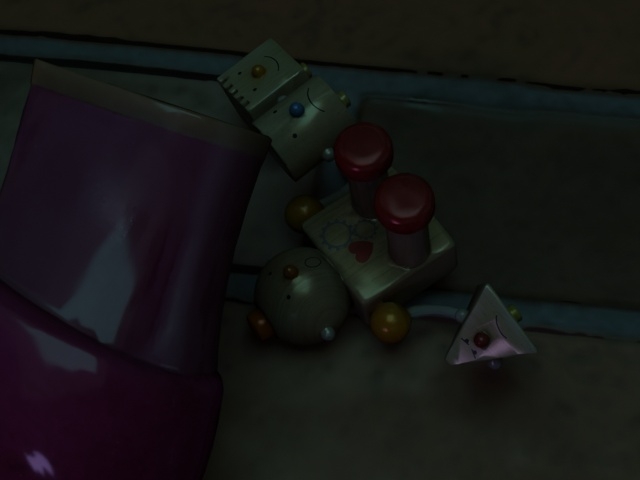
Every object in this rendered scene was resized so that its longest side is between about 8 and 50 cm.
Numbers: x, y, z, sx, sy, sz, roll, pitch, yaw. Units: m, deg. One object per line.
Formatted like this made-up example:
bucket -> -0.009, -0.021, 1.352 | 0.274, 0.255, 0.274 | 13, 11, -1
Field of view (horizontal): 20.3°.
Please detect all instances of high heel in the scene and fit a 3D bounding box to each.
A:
high heel -> -0.201, 0.000, 0.646 | 0.377, 0.127, 0.181 | 18, 92, 30

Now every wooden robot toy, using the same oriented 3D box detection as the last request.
wooden robot toy -> 0.000, 0.000, 0.647 | 0.079, 0.076, 0.173 | -36, 63, -4
